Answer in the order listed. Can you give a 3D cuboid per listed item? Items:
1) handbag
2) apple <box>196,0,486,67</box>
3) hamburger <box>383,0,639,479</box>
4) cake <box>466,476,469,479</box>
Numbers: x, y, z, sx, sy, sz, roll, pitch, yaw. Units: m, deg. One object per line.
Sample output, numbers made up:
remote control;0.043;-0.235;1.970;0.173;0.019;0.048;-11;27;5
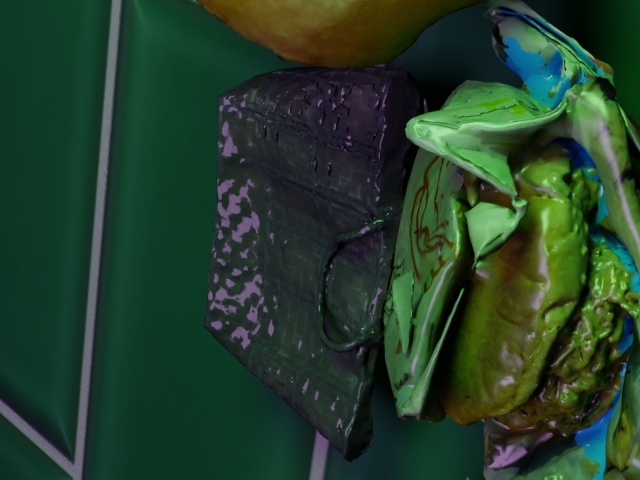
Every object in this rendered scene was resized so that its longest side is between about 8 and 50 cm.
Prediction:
handbag;0.000;0.000;1.027;0.175;0.089;0.270;30;120;52
apple;-0.010;-0.263;0.844;0.254;0.179;0.346;-33;61;10
hamburger;0.096;0.023;0.839;0.260;0.151;0.276;119;145;-49
cake;0.086;0.241;0.956;0.147;0.135;0.134;48;132;40
